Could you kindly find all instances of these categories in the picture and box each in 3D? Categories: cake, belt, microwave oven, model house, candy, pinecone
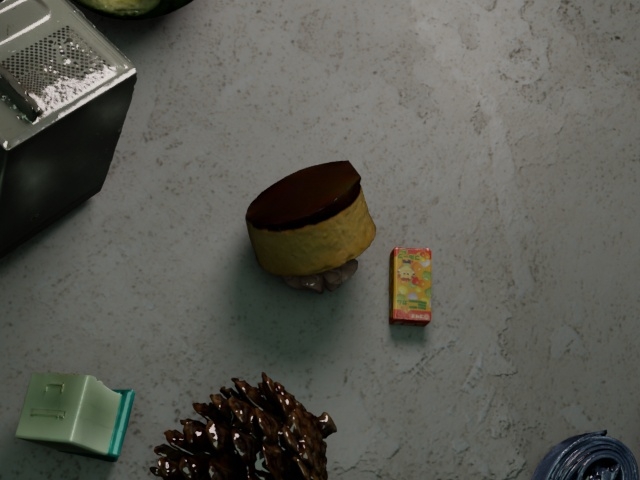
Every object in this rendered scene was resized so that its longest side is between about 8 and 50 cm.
[{"bbox_3d":[0.000,0.000,1.674,0.178,0.208,0.185,63,29,-23],"label":"cake"},{"bbox_3d":[0.403,0.380,1.675,0.141,0.082,0.190,42,72,-1],"label":"belt"},{"bbox_3d":[-0.509,-0.244,1.539,0.432,0.374,0.236,44,55,7],"label":"microwave oven"},{"bbox_3d":[-0.334,0.254,1.564,0.127,0.149,0.100,-2,65,35],"label":"model house"},{"bbox_3d":[0.142,0.073,1.745,0.062,0.038,0.122,4,73,-9],"label":"candy"},{"bbox_3d":[-0.106,0.309,1.540,0.272,0.224,0.224,-20,77,-3],"label":"pinecone"}]

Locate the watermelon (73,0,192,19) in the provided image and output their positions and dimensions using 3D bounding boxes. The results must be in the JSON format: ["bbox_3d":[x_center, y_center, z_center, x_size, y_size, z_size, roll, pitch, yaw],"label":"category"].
[{"bbox_3d":[-0.313,-0.481,1.759,0.331,0.189,0.330,11,58,-17],"label":"watermelon"}]
